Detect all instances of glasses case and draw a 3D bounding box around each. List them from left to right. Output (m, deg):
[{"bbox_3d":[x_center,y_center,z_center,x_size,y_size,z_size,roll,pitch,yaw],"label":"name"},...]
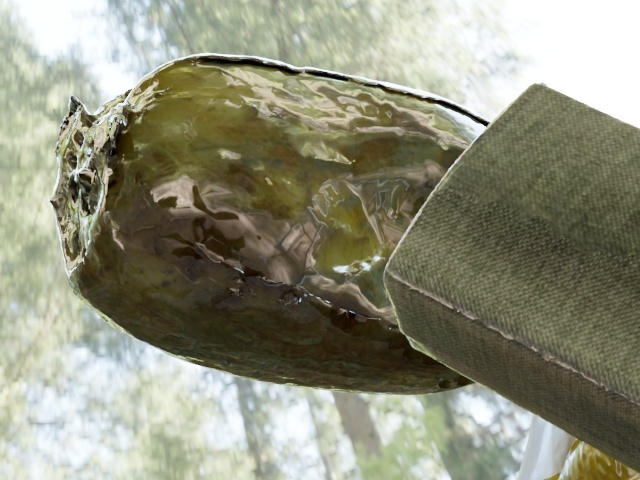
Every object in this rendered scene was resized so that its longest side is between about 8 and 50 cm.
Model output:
[{"bbox_3d":[0.115,0.034,0.383,0.071,0.205,0.047,-51,-33,-17],"label":"glasses case"}]

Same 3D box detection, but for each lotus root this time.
[{"bbox_3d":[0.000,0.000,0.862,0.275,0.160,0.152,10,-31,-24],"label":"lotus root"}]

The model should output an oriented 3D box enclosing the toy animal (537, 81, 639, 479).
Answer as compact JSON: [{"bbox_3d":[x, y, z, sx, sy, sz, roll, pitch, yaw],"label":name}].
[{"bbox_3d":[0.111,0.077,0.540,0.095,0.219,0.155,-9,-34,1],"label":"toy animal"}]

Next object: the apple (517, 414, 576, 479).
[{"bbox_3d":[0.257,0.189,1.099,0.288,0.288,0.316,-6,-58,-7],"label":"apple"}]
